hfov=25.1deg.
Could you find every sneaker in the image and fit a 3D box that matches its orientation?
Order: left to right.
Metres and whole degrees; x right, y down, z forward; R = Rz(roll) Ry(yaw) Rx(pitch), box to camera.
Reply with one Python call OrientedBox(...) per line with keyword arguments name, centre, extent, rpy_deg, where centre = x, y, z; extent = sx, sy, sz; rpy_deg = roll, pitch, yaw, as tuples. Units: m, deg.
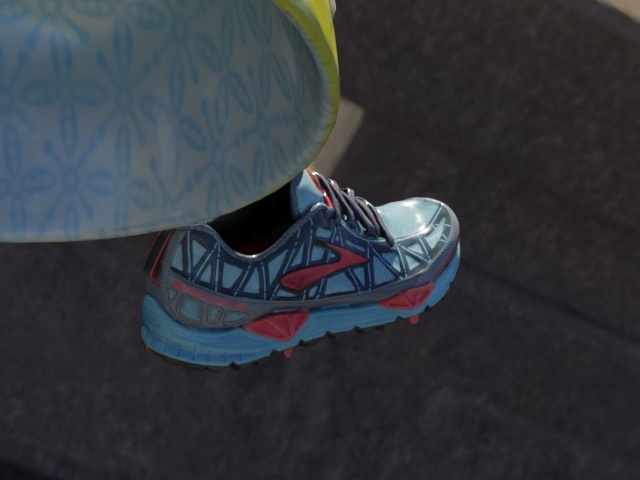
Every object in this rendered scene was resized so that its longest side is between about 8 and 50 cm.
OrientedBox(name="sneaker", centre=(0.000, 0.000, 0.977), extent=(0.261, 0.125, 0.104), rpy_deg=(-18, 32, -36))

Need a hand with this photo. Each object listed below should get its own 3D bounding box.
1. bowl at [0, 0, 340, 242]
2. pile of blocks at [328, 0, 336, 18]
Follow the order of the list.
OrientedBox(name="bowl", centre=(-0.134, -0.120, 0.534), extent=(0.289, 0.289, 0.156), rpy_deg=(12, 66, -26))
OrientedBox(name="pile of blocks", centre=(-0.042, -0.237, 0.844), extent=(0.112, 0.362, 0.149), rpy_deg=(-7, 74, 6))
